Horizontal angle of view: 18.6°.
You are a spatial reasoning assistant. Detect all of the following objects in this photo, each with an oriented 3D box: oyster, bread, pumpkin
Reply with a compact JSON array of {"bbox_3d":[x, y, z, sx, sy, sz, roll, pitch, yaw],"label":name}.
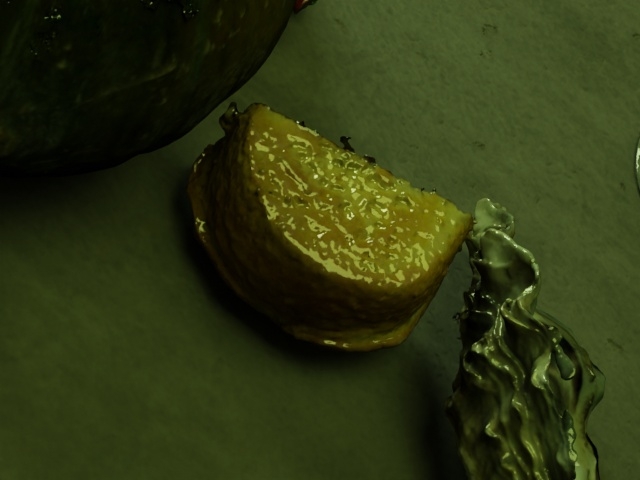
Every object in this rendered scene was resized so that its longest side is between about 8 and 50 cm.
[{"bbox_3d":[0.165,0.133,1.582,0.238,0.115,0.351,28,56,-73],"label":"oyster"},{"bbox_3d":[0.000,0.000,1.542,0.229,0.143,0.139,27,52,-8],"label":"bread"},{"bbox_3d":[-0.212,-0.264,1.421,0.454,0.344,0.454,12,64,-25],"label":"pumpkin"}]

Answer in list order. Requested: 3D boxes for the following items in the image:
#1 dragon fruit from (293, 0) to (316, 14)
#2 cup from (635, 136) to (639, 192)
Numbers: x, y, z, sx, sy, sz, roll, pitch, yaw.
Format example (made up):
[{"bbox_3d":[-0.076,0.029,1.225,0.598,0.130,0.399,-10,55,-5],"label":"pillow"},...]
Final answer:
[{"bbox_3d":[-0.032,-0.283,1.692,0.137,0.135,0.236,38,43,-3],"label":"dragon fruit"},{"bbox_3d":[0.456,-0.104,1.811,0.203,0.288,0.203,15,59,-26],"label":"cup"}]
